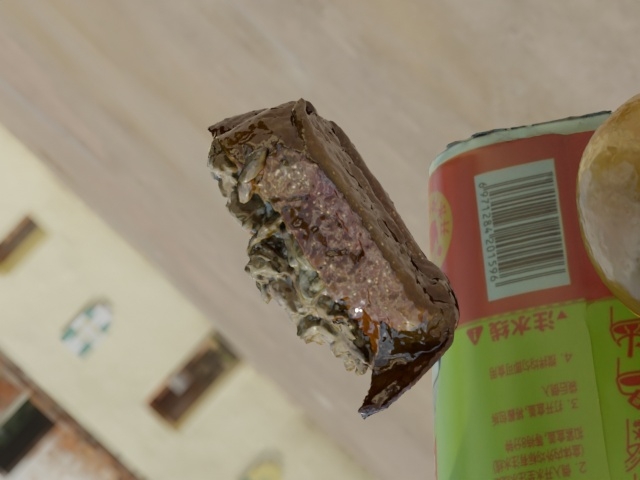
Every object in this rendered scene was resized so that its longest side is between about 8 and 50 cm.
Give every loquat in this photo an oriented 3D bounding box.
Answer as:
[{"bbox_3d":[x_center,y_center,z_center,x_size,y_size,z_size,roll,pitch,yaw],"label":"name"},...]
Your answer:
[{"bbox_3d":[0.205,-0.016,0.990,0.141,0.141,0.141,42,174,6],"label":"loquat"}]

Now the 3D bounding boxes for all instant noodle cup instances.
[{"bbox_3d":[0.187,0.095,1.188,0.294,0.294,0.308,61,-157,-70],"label":"instant noodle cup"}]

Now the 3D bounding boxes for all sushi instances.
[{"bbox_3d":[0.000,0.000,0.607,0.120,0.055,0.052,55,-160,12],"label":"sushi"}]
